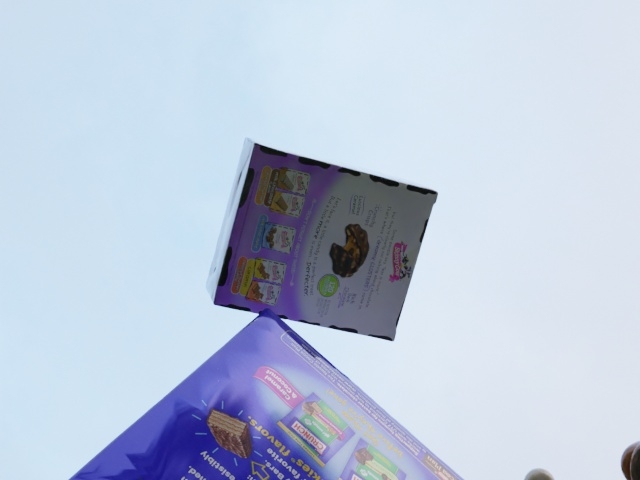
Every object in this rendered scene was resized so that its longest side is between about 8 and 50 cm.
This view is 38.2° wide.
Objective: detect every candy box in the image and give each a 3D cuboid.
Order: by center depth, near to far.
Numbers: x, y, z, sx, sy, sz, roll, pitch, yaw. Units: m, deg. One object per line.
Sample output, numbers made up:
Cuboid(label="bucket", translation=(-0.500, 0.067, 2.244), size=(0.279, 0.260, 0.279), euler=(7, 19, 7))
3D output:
Cuboid(label="candy box", translation=(-0.043, 0.231, 0.705), size=(0.268, 0.317, 0.122), euler=(41, -59, 7))
Cuboid(label="candy box", translation=(0.000, 0.000, 0.942), size=(0.196, 0.070, 0.164), euler=(14, -81, -16))

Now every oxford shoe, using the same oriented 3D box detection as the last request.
Cuboid(label="oxford shoe", translation=(0.368, 0.253, 1.025), size=(0.076, 0.212, 0.076), euler=(8, -100, 39))

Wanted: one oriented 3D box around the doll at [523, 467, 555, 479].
Cuboid(label="doll", translation=(0.199, 0.330, 1.104), size=(0.189, 0.046, 0.129), euler=(-36, -47, 19))
